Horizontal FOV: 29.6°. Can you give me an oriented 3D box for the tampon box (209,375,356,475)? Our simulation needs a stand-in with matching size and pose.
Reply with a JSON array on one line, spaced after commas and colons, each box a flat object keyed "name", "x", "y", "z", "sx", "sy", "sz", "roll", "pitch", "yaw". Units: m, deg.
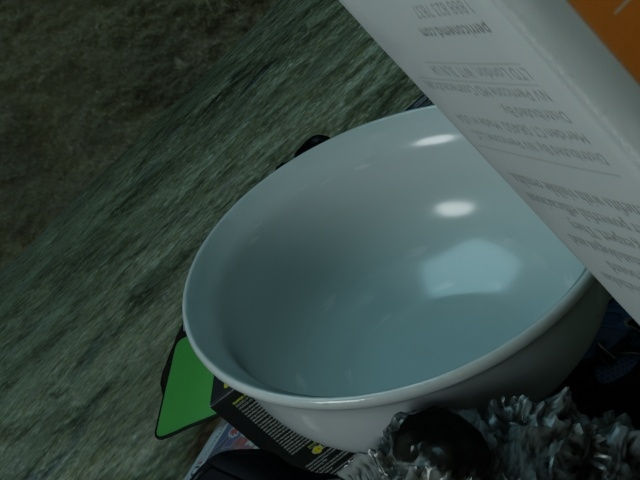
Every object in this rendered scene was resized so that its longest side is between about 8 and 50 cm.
[{"name": "tampon box", "x": -0.007, "y": 0.137, "z": 1.094, "sx": 0.101, "sy": 0.161, "sz": 0.120, "roll": -39, "pitch": 21, "yaw": 18}]

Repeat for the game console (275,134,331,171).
[{"name": "game console", "x": 0.000, "y": 0.000, "z": 1.355, "sx": 0.213, "sy": 0.044, "sz": 0.361, "roll": -38, "pitch": 33, "yaw": 23}]

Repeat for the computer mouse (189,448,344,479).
[{"name": "computer mouse", "x": 0.015, "y": 0.181, "z": 0.863, "sx": 0.060, "sy": 0.262, "sz": 0.184, "roll": 27, "pitch": 85, "yaw": 39}]

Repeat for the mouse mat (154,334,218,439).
[{"name": "mouse mat", "x": -0.109, "y": 0.141, "z": 1.384, "sx": 0.190, "sy": 0.007, "sz": 0.152, "roll": -24, "pitch": 38, "yaw": 29}]

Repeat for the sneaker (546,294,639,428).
[{"name": "sneaker", "x": 0.231, "y": 0.059, "z": 0.872, "sx": 0.330, "sy": 0.130, "sz": 0.147, "roll": -44, "pitch": 34, "yaw": 14}]

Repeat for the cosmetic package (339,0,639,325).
[{"name": "cosmetic package", "x": 0.243, "y": -0.016, "z": 0.451, "sx": 0.230, "sy": 0.453, "sz": 0.161, "roll": -46, "pitch": 16, "yaw": -2}]

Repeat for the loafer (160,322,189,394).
[{"name": "loafer", "x": -0.147, "y": 0.112, "z": 1.536, "sx": 0.078, "sy": 0.080, "sz": 0.220, "roll": -20, "pitch": 33, "yaw": 50}]

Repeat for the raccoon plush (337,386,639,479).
[{"name": "raccoon plush", "x": 0.099, "y": 0.300, "z": 0.667, "sx": 0.446, "sy": 0.216, "sz": 0.299, "roll": 111, "pitch": 164, "yaw": -44}]

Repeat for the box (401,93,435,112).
[{"name": "box", "x": 0.143, "y": -0.112, "z": 1.423, "sx": 0.270, "sy": 0.060, "sz": 0.216, "roll": -40, "pitch": 21, "yaw": 16}]

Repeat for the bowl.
[{"name": "bowl", "x": 0.069, "y": 0.042, "z": 0.808, "sx": 0.298, "sy": 0.134, "sz": 0.298, "roll": -17, "pitch": 34, "yaw": 12}]

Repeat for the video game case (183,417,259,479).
[{"name": "video game case", "x": -0.072, "y": 0.223, "z": 1.259, "sx": 0.201, "sy": 0.023, "sz": 0.183, "roll": -17, "pitch": 35, "yaw": 53}]
